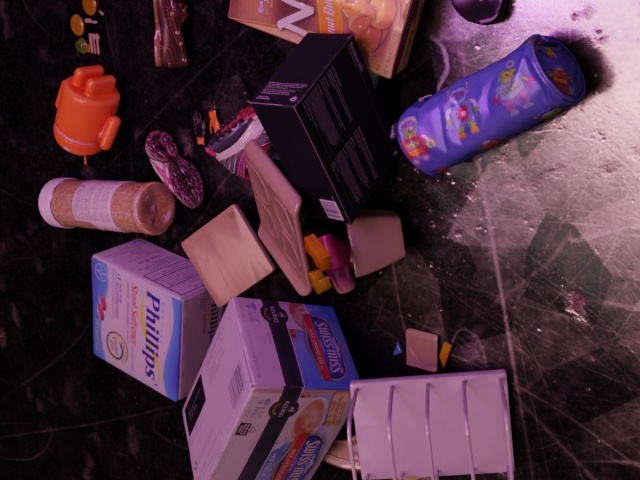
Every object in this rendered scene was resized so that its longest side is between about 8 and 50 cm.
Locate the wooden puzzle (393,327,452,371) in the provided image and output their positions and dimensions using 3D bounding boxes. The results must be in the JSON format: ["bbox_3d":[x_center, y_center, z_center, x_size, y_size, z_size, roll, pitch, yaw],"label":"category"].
[{"bbox_3d":[0.191,0.204,1.679,0.116,0.014,0.078,19,113,33],"label":"wooden puzzle"}]

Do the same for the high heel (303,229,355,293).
[{"bbox_3d":[0.000,0.000,1.643,0.244,0.082,0.117,-113,2,-64],"label":"high heel"}]

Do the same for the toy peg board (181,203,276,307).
[{"bbox_3d":[-0.179,0.028,1.888,0.161,0.079,0.161,-35,83,25],"label":"toy peg board"}]

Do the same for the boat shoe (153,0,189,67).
[{"bbox_3d":[-0.299,-0.452,1.811,0.073,0.073,0.207,0,114,0],"label":"boat shoe"}]

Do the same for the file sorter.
[{"bbox_3d":[0.194,0.354,1.548,0.278,0.173,0.192,-6,105,8],"label":"file sorter"}]

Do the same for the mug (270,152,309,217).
[{"bbox_3d":[-0.020,-0.111,1.671,0.158,0.097,0.129,49,148,1],"label":"mug"}]

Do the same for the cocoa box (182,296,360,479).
[{"bbox_3d":[-0.104,0.314,1.767,0.347,0.228,0.231,-64,31,34],"label":"cocoa box"}]

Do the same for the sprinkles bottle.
[{"bbox_3d":[-0.494,-0.081,2.060,0.355,0.121,0.121,5,108,38],"label":"sprinkles bottle"}]

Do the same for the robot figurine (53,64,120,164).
[{"bbox_3d":[-0.522,-0.280,2.008,0.158,0.128,0.219,19,125,-10],"label":"robot figurine"}]

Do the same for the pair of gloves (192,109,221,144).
[{"bbox_3d":[-0.234,-0.234,1.868,0.083,0.010,0.074,4,110,41],"label":"pair of gloves"}]

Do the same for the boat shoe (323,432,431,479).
[{"bbox_3d":[0.109,0.416,1.775,0.302,0.109,0.098,1,70,43],"label":"boat shoe"}]

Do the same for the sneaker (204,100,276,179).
[{"bbox_3d":[-0.085,-0.220,1.699,0.112,0.121,0.299,44,134,-20],"label":"sneaker"}]

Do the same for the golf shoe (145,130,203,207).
[{"bbox_3d":[-0.312,-0.147,1.936,0.186,0.067,0.086,57,158,7],"label":"golf shoe"}]

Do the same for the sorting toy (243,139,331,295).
[{"bbox_3d":[-0.047,-0.014,1.591,0.307,0.041,0.229,52,157,41],"label":"sorting toy"}]

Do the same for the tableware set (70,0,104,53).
[{"bbox_3d":[-0.520,-0.491,2.003,0.104,0.024,0.154,14,115,39],"label":"tableware set"}]

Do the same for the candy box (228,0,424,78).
[{"bbox_3d":[0.012,-0.415,1.502,0.316,0.087,0.183,23,122,14],"label":"candy box"}]

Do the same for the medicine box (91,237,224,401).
[{"bbox_3d":[-0.367,0.173,2.031,0.289,0.149,0.263,22,119,33],"label":"medicine box"}]

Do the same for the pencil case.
[{"bbox_3d":[0.257,-0.210,1.406,0.306,0.119,0.133,-26,78,42],"label":"pencil case"}]

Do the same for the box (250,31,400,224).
[{"bbox_3d":[0.016,-0.185,1.498,0.103,0.184,0.261,14,145,38],"label":"box"}]

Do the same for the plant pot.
[{"bbox_3d":[0.097,-0.004,1.611,0.096,0.109,0.109,-9,102,-1],"label":"plant pot"}]

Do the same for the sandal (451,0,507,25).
[{"bbox_3d":[0.217,-0.454,1.392,0.097,0.054,0.254,-12,98,41],"label":"sandal"}]
